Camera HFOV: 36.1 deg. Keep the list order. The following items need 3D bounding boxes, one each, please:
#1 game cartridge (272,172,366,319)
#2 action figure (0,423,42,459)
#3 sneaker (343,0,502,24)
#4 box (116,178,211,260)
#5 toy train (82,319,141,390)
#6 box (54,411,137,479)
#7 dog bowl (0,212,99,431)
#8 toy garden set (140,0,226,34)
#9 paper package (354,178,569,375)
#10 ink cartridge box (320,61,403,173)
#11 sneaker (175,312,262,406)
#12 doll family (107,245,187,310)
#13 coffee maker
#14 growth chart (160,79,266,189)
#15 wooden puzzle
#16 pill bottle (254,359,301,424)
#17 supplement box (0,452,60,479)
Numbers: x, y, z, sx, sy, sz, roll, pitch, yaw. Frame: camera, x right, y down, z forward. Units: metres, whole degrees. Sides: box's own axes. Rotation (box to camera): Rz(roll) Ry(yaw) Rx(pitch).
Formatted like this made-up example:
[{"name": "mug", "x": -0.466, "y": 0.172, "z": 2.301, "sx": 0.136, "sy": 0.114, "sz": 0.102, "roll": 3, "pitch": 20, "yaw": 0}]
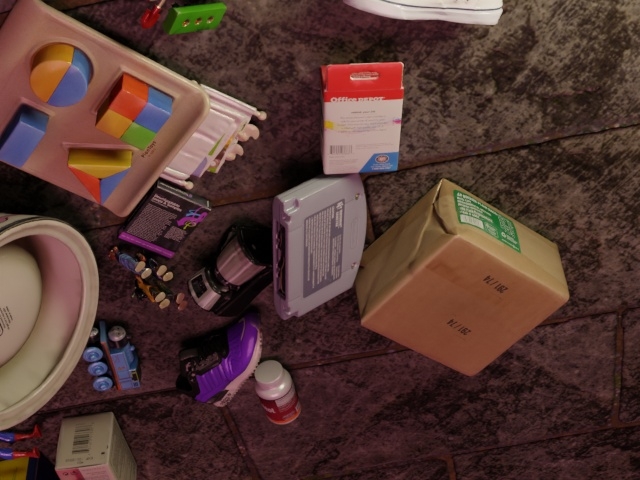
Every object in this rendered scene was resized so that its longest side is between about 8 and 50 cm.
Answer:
[{"name": "game cartridge", "x": 0.000, "y": 0.000, "z": 1.846, "sx": 0.196, "sy": 0.060, "sz": 0.294, "roll": -24, "pitch": 137, "yaw": -27}, {"name": "action figure", "x": -0.799, "y": 0.453, "z": 2.253, "sx": 0.281, "sy": 0.091, "sz": 0.139, "roll": -5, "pitch": 141, "yaw": -2}, {"name": "sneaker", "x": 0.162, "y": -0.396, "z": 1.531, "sx": 0.258, "sy": 0.094, "sz": 0.091, "roll": 1, "pitch": 116, "yaw": -13}, {"name": "box", "x": -0.298, "y": -0.038, "z": 1.864, "sx": 0.116, "sy": 0.029, "sz": 0.162, "roll": 25, "pitch": 129, "yaw": -28}, {"name": "toy train", "x": -0.447, "y": 0.249, "z": 2.100, "sx": 0.105, "sy": 0.080, "sz": 0.184, "roll": -12, "pitch": 133, "yaw": -7}, {"name": "box", "x": -0.526, "y": 0.535, "z": 2.320, "sx": 0.127, "sy": 0.148, "sz": 0.232, "roll": -7, "pitch": 134, "yaw": 2}, {"name": "dog bowl", "x": -0.593, "y": 0.132, "z": 1.771, "sx": 0.150, "sy": 0.408, "sz": 0.408, "roll": 20, "pitch": 141, "yaw": 25}, {"name": "toy garden set", "x": -0.189, "y": -0.411, "z": 1.435, "sx": 0.204, "sy": 0.049, "sz": 0.244, "roll": -23, "pitch": 155, "yaw": -48}, {"name": "paper package", "x": 0.275, "y": 0.082, "z": 1.946, "sx": 0.325, "sy": 0.168, "sz": 0.309, "roll": 27, "pitch": 125, "yaw": -28}, {"name": "ink cartridge box", "x": 0.068, "y": -0.226, "z": 1.682, "sx": 0.134, "sy": 0.078, "sz": 0.231, "roll": -3, "pitch": 135, "yaw": -4}, {"name": "sneaker", "x": -0.228, "y": 0.255, "z": 2.107, "sx": 0.146, "sy": 0.102, "sz": 0.293, "roll": 17, "pitch": 130, "yaw": -20}, {"name": "doll family", "x": -0.344, "y": 0.070, "z": 1.927, "sx": 0.076, "sy": 0.111, "sz": 0.193, "roll": -37, "pitch": 131, "yaw": -22}, {"name": "coffee maker", "x": -0.146, "y": 0.069, "z": 1.921, "sx": 0.171, "sy": 0.120, "sz": 0.178, "roll": 28, "pitch": 126, "yaw": -30}, {"name": "growth chart", "x": -0.221, "y": -0.180, "z": 1.737, "sx": 0.172, "sy": 0.021, "sz": 0.237, "roll": 29, "pitch": 125, "yaw": -30}, {"name": "wooden puzzle", "x": -0.408, "y": -0.199, "z": 1.640, "sx": 0.348, "sy": 0.080, "sz": 0.322, "roll": 29, "pitch": 126, "yaw": -24}, {"name": "pill bottle", "x": -0.100, "y": 0.341, "z": 2.217, "sx": 0.086, "sy": 0.086, "sz": 0.152, "roll": -12, "pitch": 134, "yaw": 6}, {"name": "supplement box", "x": -0.810, "y": 0.686, "z": 2.407, "sx": 0.357, "sy": 0.195, "sz": 0.194, "roll": -17, "pitch": 134, "yaw": 9}]
